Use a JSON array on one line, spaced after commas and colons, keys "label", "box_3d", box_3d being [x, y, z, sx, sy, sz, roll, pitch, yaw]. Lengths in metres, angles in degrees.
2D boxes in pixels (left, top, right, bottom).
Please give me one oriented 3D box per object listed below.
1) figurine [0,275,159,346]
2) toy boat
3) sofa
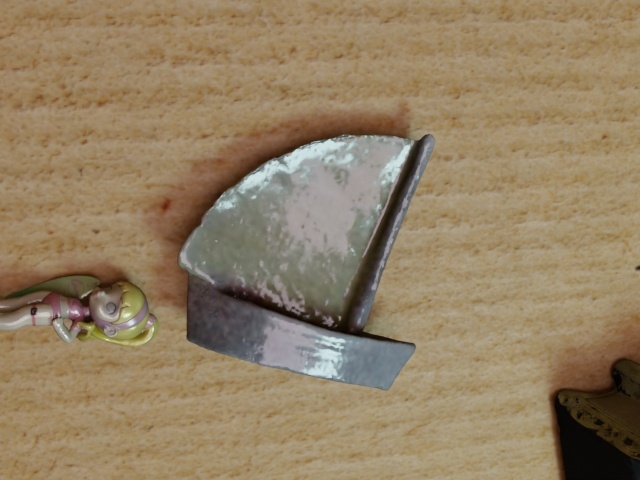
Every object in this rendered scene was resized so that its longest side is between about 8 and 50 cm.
[{"label": "figurine", "box_3d": [-0.267, 0.080, 0.929, 0.188, 0.083, 0.083, -1, 108, -19]}, {"label": "toy boat", "box_3d": [-0.021, 0.026, 0.959, 0.276, 0.111, 0.293, 0, 95, -14]}, {"label": "sofa", "box_3d": [0.439, 0.296, 1.104, 0.182, 0.200, 0.258, -20, 110, -18]}]
